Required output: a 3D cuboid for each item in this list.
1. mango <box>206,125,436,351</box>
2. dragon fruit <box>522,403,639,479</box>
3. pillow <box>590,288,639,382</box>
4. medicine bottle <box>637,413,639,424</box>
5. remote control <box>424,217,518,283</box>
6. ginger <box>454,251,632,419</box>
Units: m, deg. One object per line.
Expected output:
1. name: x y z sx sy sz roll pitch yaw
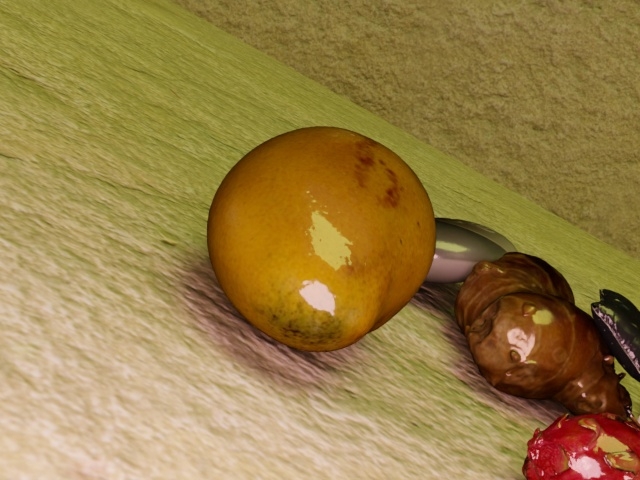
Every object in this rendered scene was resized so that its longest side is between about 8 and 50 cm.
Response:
1. mango: 0.000 0.000 1.118 0.264 0.221 0.378 32 24 -3
2. dragon fruit: 0.296 0.247 1.026 0.166 0.136 0.133 10 56 -29
3. pillow: 0.419 0.129 1.313 0.141 0.055 0.208 52 19 10
4. medicine bottle: 0.536 0.250 1.317 0.190 0.190 0.332 34 15 19
5. remote control: 0.193 0.015 1.576 0.221 0.103 0.332 8 6 28
6. ginger: 0.324 0.132 1.390 0.274 0.152 0.357 27 17 -9
